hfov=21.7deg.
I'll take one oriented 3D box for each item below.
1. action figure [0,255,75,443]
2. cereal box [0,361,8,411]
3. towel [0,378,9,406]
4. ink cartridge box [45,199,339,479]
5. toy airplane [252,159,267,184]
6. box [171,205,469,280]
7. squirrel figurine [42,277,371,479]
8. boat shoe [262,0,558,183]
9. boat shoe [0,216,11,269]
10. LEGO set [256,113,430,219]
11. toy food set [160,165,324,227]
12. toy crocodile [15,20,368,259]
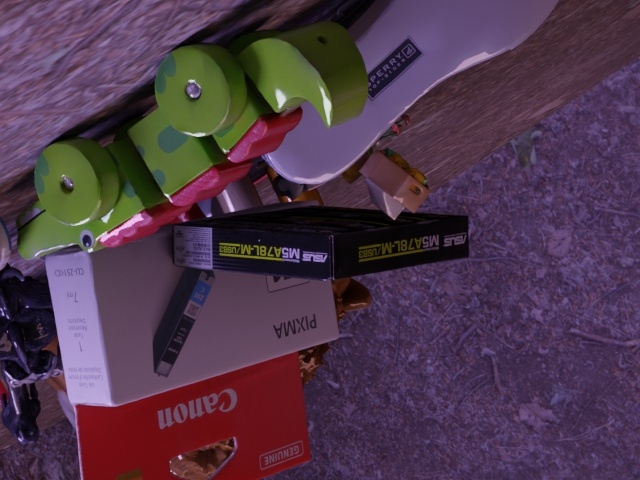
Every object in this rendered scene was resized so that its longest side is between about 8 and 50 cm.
[{"bbox_3d":[-0.281,0.076,1.547,0.164,0.141,0.276,-21,148,-9],"label":"action figure"},{"bbox_3d":[-0.397,0.178,1.999,0.173,0.047,0.240,-61,-171,-26],"label":"cereal box"},{"bbox_3d":[-0.450,0.207,1.713,0.275,0.031,0.199,-45,154,-17],"label":"towel"},{"bbox_3d":[-0.101,0.112,1.524,0.066,0.261,0.296,-3,-173,43],"label":"ink cartridge box"},{"bbox_3d":[-0.024,-0.100,1.857,0.151,0.028,0.151,-28,176,-2],"label":"toy airplane"},{"bbox_3d":[0.000,0.000,1.451,0.190,0.045,0.184,4,-174,41],"label":"box"},{"bbox_3d":[-0.095,0.110,1.844,0.370,0.281,0.397,-36,-158,-19],"label":"squirrel figurine"},{"bbox_3d":[0.067,-0.165,1.337,0.301,0.108,0.102,-42,-153,1],"label":"boat shoe"},{"bbox_3d":[-0.310,0.031,1.346,0.066,0.066,0.183,-20,161,-37],"label":"boat shoe"},{"bbox_3d":[0.025,-0.105,1.472,0.107,0.132,0.287,-35,-164,-17],"label":"LEGO set"},{"bbox_3d":[-0.124,-0.038,1.700,0.232,0.105,0.111,-11,-159,36],"label":"toy food set"},{"bbox_3d":[-0.104,-0.066,1.248,0.340,0.105,0.115,-32,175,32],"label":"toy crocodile"}]
